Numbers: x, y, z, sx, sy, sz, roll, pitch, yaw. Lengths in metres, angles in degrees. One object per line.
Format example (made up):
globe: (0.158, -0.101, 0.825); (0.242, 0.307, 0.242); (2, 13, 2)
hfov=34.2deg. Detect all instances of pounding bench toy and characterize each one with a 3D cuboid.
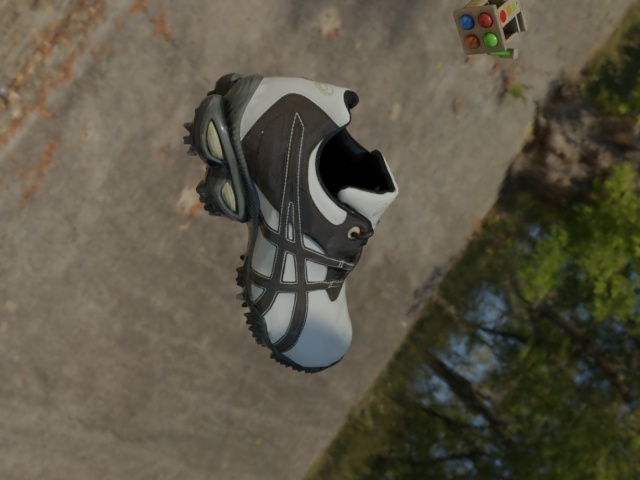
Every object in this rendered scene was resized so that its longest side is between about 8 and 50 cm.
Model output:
pounding bench toy: (0.189, -0.225, 1.138); (0.052, 0.083, 0.065); (2, -146, 39)

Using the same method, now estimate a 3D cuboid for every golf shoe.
golf shoe: (0.000, 0.000, 0.559); (0.077, 0.093, 0.198); (-73, 153, -44)
